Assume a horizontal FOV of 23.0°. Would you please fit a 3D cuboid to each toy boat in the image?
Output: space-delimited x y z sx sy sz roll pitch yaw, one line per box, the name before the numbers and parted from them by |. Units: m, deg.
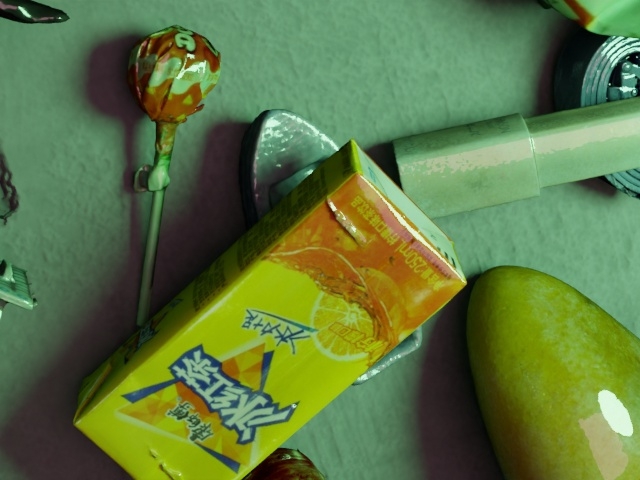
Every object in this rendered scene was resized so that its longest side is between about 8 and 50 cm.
toy boat | 0.000 0.000 1.520 0.127 0.078 0.283 -29 107 -13

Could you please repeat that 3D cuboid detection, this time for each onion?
onion | -0.040 0.262 1.532 0.118 0.118 0.117 -38 113 -11

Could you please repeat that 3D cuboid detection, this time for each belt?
belt | 0.319 -0.136 1.613 0.141 0.082 0.190 -27 112 -6

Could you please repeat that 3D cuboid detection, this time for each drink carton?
drink carton | -0.049 0.084 1.436 0.351 0.111 0.154 -42 104 12

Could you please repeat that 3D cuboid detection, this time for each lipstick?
lipstick | 0.199 -0.084 1.537 0.252 0.079 0.077 -13 111 2

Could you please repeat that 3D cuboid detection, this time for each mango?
mango | 0.273 0.192 1.589 0.221 0.199 0.384 -28 90 -47

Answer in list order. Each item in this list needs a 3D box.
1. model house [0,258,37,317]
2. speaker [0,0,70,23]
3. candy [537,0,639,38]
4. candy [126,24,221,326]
model house | -0.382 0.089 1.327 0.224 0.198 0.215 21 78 -21
speaker | -0.423 -0.138 1.292 0.388 0.180 0.184 -42 115 -10
candy | 0.229 -0.307 1.459 0.398 0.263 0.172 27 101 -22
candy | -0.147 -0.057 1.469 0.084 0.078 0.288 -2 107 -32
